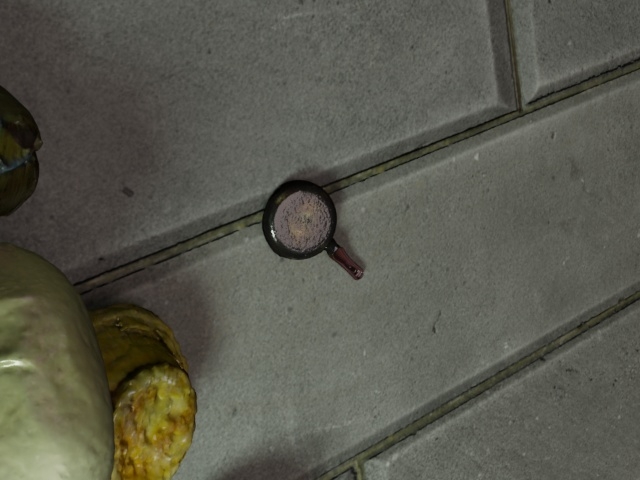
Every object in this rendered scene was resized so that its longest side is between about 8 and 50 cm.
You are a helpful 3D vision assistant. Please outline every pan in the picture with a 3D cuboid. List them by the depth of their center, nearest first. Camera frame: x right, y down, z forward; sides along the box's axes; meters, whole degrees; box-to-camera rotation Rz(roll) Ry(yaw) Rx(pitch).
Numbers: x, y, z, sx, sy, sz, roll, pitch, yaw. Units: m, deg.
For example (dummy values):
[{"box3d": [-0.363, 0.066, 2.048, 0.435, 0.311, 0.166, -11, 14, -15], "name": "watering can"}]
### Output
[{"box3d": [0.002, 0.001, 1.346, 0.212, 0.040, 0.115, 43, 81, -34], "name": "pan"}]

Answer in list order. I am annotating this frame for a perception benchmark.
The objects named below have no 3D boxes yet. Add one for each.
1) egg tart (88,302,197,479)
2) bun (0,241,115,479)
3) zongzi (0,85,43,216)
[{"box3d": [-0.241, 0.217, 1.127, 0.294, 0.123, 0.294, -11, 104, -55], "name": "egg tart"}, {"box3d": [-0.352, 0.177, 0.896, 0.213, 0.361, 0.361, 20, 89, -46], "name": "bun"}, {"box3d": [-0.474, 0.007, 0.954, 0.356, 0.174, 0.393, -8, 124, -43], "name": "zongzi"}]
